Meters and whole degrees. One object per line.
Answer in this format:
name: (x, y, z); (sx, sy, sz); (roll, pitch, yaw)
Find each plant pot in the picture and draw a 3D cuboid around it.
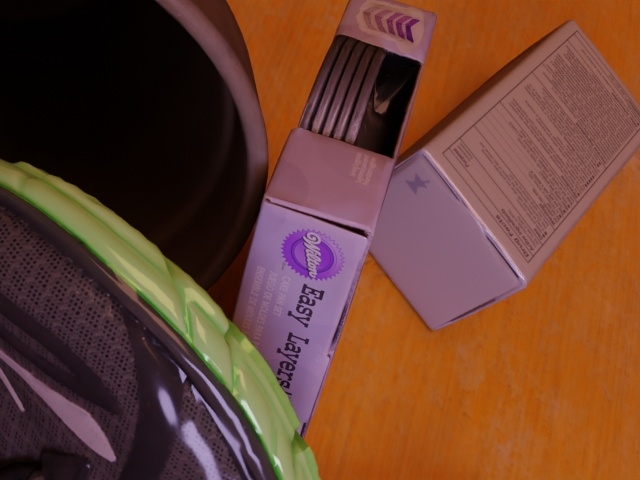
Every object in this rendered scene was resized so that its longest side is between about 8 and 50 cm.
plant pot: (-0.200, -0.130, 0.653); (0.323, 0.323, 0.280); (22, 39, -28)

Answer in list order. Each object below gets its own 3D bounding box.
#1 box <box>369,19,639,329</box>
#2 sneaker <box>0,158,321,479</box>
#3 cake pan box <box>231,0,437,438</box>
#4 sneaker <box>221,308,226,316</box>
box: (0.172, -0.069, 1.008); (0.148, 0.121, 0.311); (53, 47, -3)
sneaker: (-0.105, 0.187, 0.546); (0.202, 0.185, 0.483); (-27, 107, -32)
cake pan box: (0.000, 0.000, 0.717); (0.070, 0.267, 0.246); (17, 43, 0)
sneaker: (-0.091, 0.056, 0.803); (0.083, 0.032, 0.037); (56, 33, -7)
